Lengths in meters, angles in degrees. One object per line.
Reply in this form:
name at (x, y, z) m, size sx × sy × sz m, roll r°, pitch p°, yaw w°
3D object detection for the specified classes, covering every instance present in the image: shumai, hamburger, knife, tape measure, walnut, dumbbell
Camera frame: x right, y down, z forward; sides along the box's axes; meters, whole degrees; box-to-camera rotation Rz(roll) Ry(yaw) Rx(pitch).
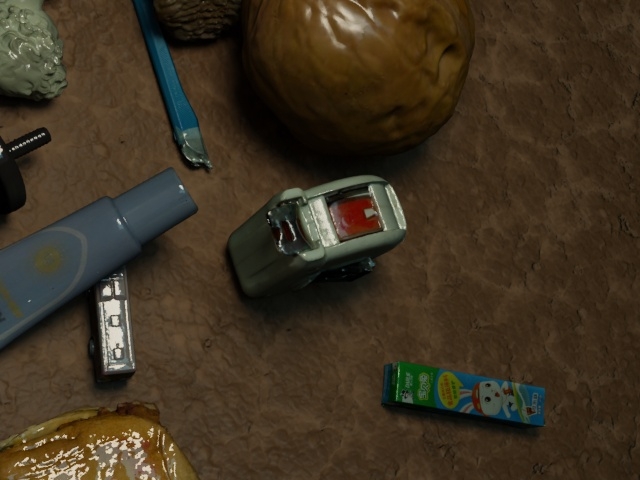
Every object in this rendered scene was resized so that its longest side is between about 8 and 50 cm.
shumai at (-0.195, -0.405, 1.521) m, size 0.166 × 0.206 × 0.176 m, roll -27°, pitch 66°, yaw -12°
hamburger at (-0.292, 0.294, 1.273) m, size 0.282 × 0.155 × 0.245 m, roll 28°, pitch 62°, yaw -12°
knife at (-0.222, -0.239, 1.537) m, size 0.044 × 0.026 × 0.297 m, roll -13°, pitch 78°, yaw -31°
tape measure at (-0.001, 0.000, 1.446) m, size 0.246 × 0.243 × 0.125 m, roll -13°, pitch 82°, yaw -28°
walnut at (0.056, -0.305, 1.508) m, size 0.397 × 0.307 × 0.354 m, roll 30°, pitch 54°, yaw -55°
dumbbell at (-0.479, -0.064, 1.293) m, size 0.325 × 0.143 × 0.143 m, roll -34°, pitch 91°, yaw -29°

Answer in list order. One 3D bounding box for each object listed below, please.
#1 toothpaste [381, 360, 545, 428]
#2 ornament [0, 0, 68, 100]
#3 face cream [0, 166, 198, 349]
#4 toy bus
toothpaste at (0.223, 0.240, 1.594) m, size 0.266 × 0.050 × 0.065 m, roll 13°, pitch 73°, yaw -21°
ornament at (-0.408, -0.331, 1.420) m, size 0.130 × 0.120 × 0.285 m, roll 4°, pitch 72°, yaw -23°
face cream at (-0.337, 0.031, 1.321) m, size 0.385 × 0.086 × 0.136 m, roll -31°, pitch 85°, yaw -6°
toy bus at (-0.279, 0.100, 1.383) m, size 0.057 × 0.072 × 0.172 m, roll -3°, pitch 75°, yaw -22°
